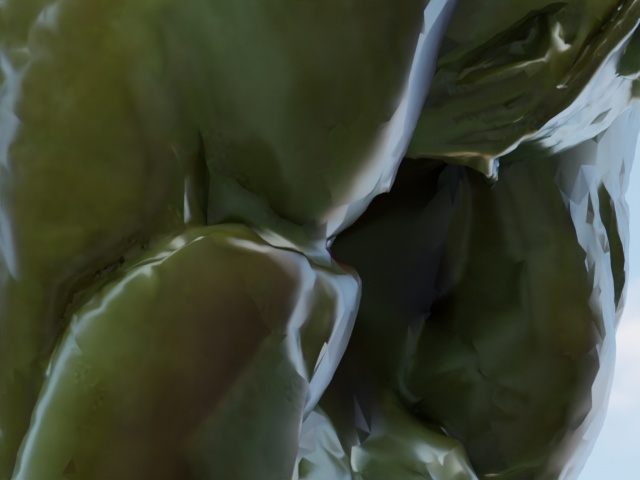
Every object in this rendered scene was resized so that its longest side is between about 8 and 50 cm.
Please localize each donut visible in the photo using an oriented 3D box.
[{"bbox_3d":[0.000,0.000,0.490,0.360,0.170,0.360,-44,-36,-44],"label":"donut"}]
